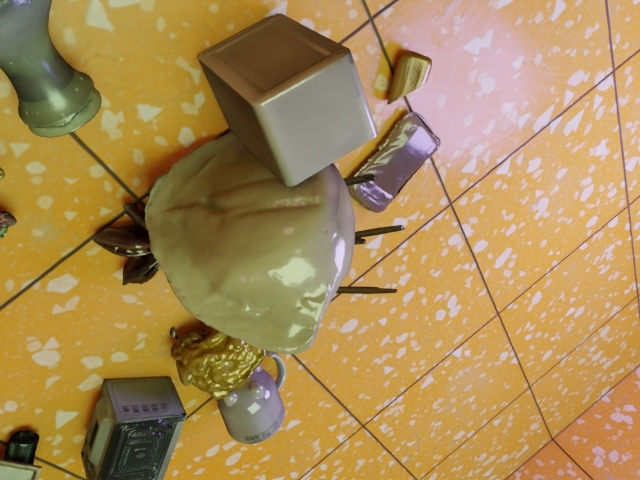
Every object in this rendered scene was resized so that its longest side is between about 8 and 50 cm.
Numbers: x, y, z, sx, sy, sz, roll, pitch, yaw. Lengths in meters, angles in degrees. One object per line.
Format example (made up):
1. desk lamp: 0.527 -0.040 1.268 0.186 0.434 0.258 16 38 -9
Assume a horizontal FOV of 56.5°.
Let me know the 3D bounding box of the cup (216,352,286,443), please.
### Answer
1. cup: -0.138 0.331 1.287 0.174 0.134 0.142 -23 129 -16

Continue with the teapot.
1. teapot: -0.371 -0.247 0.714 0.184 0.183 0.251 -31 144 -11

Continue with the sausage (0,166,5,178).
1. sausage: -0.581 -0.058 0.733 0.347 0.123 0.123 -11 126 -25

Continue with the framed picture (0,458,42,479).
1. framed picture: -0.624 0.451 1.065 0.201 0.010 0.135 19 89 -18

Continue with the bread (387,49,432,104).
1. bread: 0.164 -0.294 1.093 0.062 0.049 0.103 10 120 -6

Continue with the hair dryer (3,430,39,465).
1. hair dryer: -0.556 0.500 1.168 0.244 0.116 0.302 8 109 -39

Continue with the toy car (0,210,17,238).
1. toy car: -0.513 -0.013 0.854 0.142 0.069 0.055 -25 92 -16

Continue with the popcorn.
1. popcorn: -0.186 0.228 1.172 0.194 0.140 0.163 -25 114 -20

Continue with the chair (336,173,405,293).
1. chair: 0.000 0.000 1.135 0.272 0.166 0.188 -8 140 26

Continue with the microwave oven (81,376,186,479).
1. microwave oven: -0.375 0.391 1.183 0.162 0.122 0.208 6 118 -36

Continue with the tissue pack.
1. tissue pack: -0.055 -0.216 0.876 0.159 0.246 0.136 -32 132 -9

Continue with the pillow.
1. pillow: 0.148 -0.152 1.199 0.211 0.034 0.135 -47 137 7

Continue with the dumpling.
1. dumpling: -0.101 -0.036 0.908 0.316 0.395 0.233 18 147 -13

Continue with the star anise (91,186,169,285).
1. star anise: -0.252 -0.009 1.009 0.229 0.093 0.236 23 103 -35
